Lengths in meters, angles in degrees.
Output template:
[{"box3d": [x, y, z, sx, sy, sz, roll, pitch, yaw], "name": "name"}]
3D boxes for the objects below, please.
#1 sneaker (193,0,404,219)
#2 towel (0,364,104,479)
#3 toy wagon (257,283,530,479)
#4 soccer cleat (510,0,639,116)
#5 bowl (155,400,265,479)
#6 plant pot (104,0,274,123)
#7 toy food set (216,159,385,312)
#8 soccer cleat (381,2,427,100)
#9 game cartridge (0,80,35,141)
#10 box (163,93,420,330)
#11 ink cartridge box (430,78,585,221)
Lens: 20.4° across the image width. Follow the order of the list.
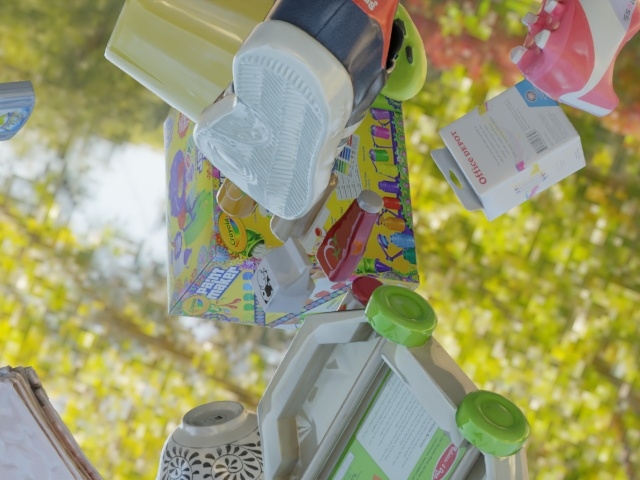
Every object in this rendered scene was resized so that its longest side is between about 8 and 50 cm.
[{"box3d": [-0.007, -0.129, 1.493, 0.131, 0.148, 0.350, 39, 161, -2], "name": "sneaker"}, {"box3d": [-0.326, 0.287, 1.802, 0.332, 0.317, 0.053, -18, -160, 37], "name": "towel"}, {"box3d": [0.072, 0.214, 1.389, 0.068, 0.267, 0.344, -7, -135, -43], "name": "toy wagon"}, {"box3d": [0.234, -0.218, 1.467, 0.095, 0.248, 0.083, 33, 154, -20], "name": "soccer cleat"}, {"box3d": [-0.118, 0.236, 2.065, 0.170, 0.080, 0.170, -9, -163, 3], "name": "bowl"}, {"box3d": [-0.106, -0.231, 2.032, 0.239, 0.254, 0.254, 24, -175, -5], "name": "plant pot"}, {"box3d": [0.000, 0.000, 1.639, 0.111, 0.104, 0.232, 2, -137, -34], "name": "toy food set"}, {"box3d": [0.073, -0.267, 2.251, 0.121, 0.093, 0.289, 34, -164, -45], "name": "soccer cleat"}, {"box3d": [-0.262, -0.102, 1.435, 0.056, 0.017, 0.083, -13, 161, -32], "name": "game cartridge"}, {"box3d": [-0.043, -0.052, 2.295, 0.279, 0.290, 0.177, 9, 150, -22], "name": "box"}, {"box3d": [0.200, -0.095, 1.921, 0.092, 0.143, 0.090, 61, -178, 22], "name": "ink cartridge box"}]
